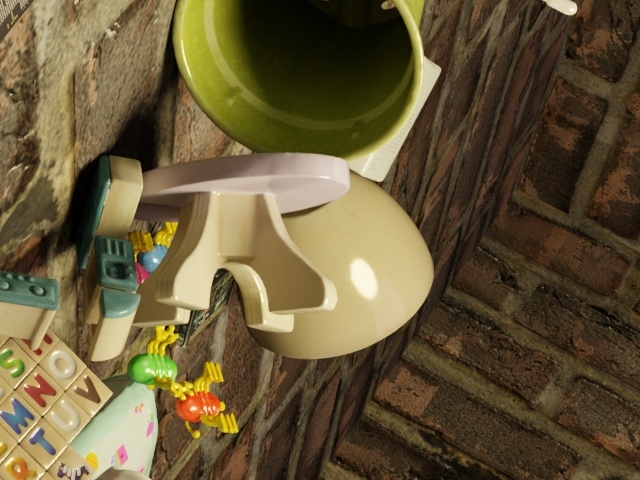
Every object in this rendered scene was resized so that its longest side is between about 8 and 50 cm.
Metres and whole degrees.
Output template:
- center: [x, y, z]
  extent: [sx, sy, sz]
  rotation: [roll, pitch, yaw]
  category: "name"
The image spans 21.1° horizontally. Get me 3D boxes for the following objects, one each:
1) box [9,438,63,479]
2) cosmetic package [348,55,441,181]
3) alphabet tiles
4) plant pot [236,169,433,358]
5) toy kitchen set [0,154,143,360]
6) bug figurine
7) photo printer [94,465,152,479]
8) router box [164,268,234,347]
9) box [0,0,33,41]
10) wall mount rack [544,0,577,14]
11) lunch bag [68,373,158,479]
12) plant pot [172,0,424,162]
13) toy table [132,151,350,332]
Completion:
- center: [-0.388, 0.297, 1.737]
  extent: [0.247, 0.142, 0.163]
  rotation: [-51, 164, -39]
  category: "box"
- center: [0.050, -0.197, 2.347]
  extent: [0.184, 0.151, 0.151]
  rotation: [-61, 168, 5]
  category: "cosmetic package"
- center: [-0.315, 0.189, 1.705]
  extent: [0.009, 0.198, 0.237]
  rotation: [-33, -167, 50]
  category: "alphabet tiles"
- center: [0.000, 0.000, 2.406]
  extent: [0.284, 0.284, 0.191]
  rotation: [-52, 137, -36]
  category: "plant pot"
- center: [-0.271, 0.007, 1.761]
  extent: [0.207, 0.166, 0.122]
  rotation: [-106, -148, -53]
  category: "toy kitchen set"
- center: [-0.187, 0.104, 2.043]
  extent: [0.072, 0.279, 0.216]
  rotation: [-20, 163, 15]
  category: "bug figurine"
- center: [-0.244, 0.392, 1.899]
  extent: [0.256, 0.107, 0.307]
  rotation: [-50, 164, -12]
  category: "photo printer"
- center: [-0.163, 0.078, 2.363]
  extent: [0.122, 0.038, 0.092]
  rotation: [-45, 159, -48]
  category: "router box"
- center: [-0.302, -0.196, 1.180]
  extent: [0.242, 0.076, 0.307]
  rotation: [-56, 166, -20]
  category: "box"
- center: [0.186, -0.420, 2.039]
  extent: [0.350, 0.130, 0.304]
  rotation: [-87, 154, -56]
  category: "wall mount rack"
- center: [-0.303, 0.294, 2.024]
  extent: [0.223, 0.160, 0.262]
  rotation: [-44, 164, -50]
  category: "lunch bag"
- center: [0.008, -0.264, 1.894]
  extent: [0.254, 0.276, 0.276]
  rotation: [-64, 174, -51]
  category: "plant pot"
- center: [-0.098, 0.007, 1.871]
  extent: [0.252, 0.274, 0.161]
  rotation: [13, 71, -49]
  category: "toy table"
